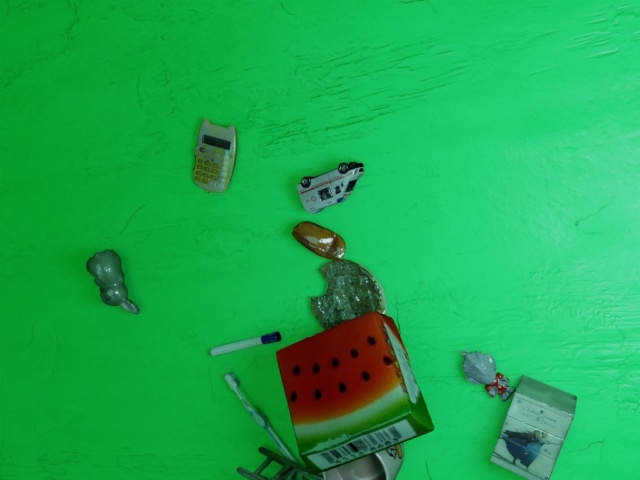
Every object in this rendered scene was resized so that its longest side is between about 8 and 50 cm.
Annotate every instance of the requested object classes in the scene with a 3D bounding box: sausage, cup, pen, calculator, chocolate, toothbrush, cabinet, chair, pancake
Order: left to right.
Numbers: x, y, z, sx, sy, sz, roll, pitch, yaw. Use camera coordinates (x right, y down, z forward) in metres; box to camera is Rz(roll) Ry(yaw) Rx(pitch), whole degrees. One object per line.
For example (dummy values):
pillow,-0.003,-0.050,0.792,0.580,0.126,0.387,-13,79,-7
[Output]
calculator,-0.337,-0.264,1.966,0.157,0.033,0.236,19,105,21
pen,-0.244,0.336,1.979,0.269,0.033,0.033,-18,87,25
toothbrush,-0.190,0.583,1.973,0.040,0.040,0.386,-44,77,22
chair,-0.117,0.773,1.890,0.271,0.147,0.136,19,112,23
sausage,0.000,0.000,1.812,0.179,0.089,0.089,30,106,16
chocolate,0.070,0.394,1.634,0.360,0.161,0.341,-24,56,9
pancake,0.083,0.180,1.811,0.254,0.037,0.253,3,97,25
cup,0.115,0.595,1.744,0.191,0.200,0.252,-37,80,23
cabinet,0.543,0.483,1.565,0.145,0.150,0.206,20,104,21

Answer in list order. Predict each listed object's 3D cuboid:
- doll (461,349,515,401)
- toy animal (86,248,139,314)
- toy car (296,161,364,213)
doll,0.443,0.358,1.645,0.180,0.079,0.094,43,96,2
toy animal,-0.722,0.159,2.134,0.125,0.127,0.251,-28,87,22
toy car,0.039,-0.154,1.771,0.210,0.089,0.108,-19,87,27
